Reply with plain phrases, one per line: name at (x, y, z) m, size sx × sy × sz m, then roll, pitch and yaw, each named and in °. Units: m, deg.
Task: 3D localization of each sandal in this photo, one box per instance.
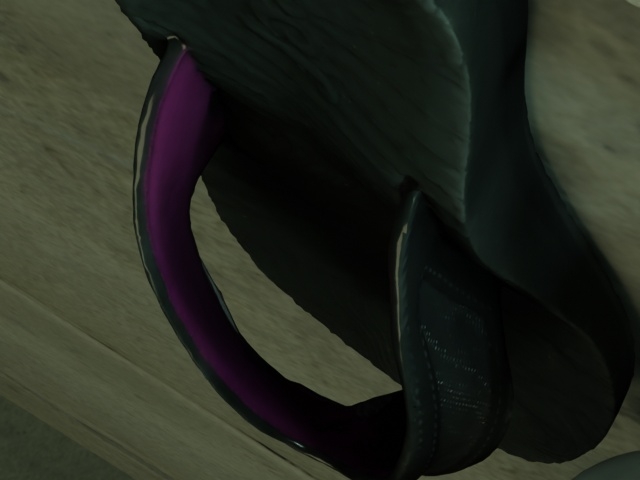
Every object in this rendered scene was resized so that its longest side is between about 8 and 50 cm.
sandal at (-0.002, -0.002, 0.635) m, size 0.167 × 0.107 × 0.446 m, roll 25°, pitch 164°, yaw 24°

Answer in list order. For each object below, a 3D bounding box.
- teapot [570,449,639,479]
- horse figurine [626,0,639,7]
teapot at (0.173, 0.222, 0.708) m, size 0.256 × 0.187 × 0.252 m, roll 70°, pitch 166°, yaw -7°
horse figurine at (0.135, -0.018, 0.398) m, size 0.174 × 0.066 × 0.263 m, roll 28°, pitch 164°, yaw 37°
